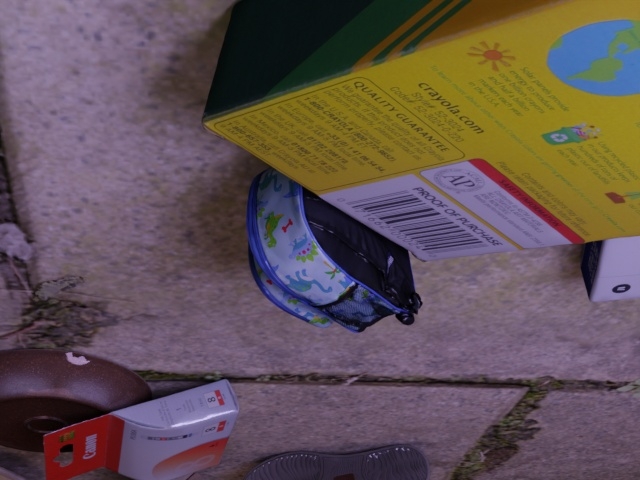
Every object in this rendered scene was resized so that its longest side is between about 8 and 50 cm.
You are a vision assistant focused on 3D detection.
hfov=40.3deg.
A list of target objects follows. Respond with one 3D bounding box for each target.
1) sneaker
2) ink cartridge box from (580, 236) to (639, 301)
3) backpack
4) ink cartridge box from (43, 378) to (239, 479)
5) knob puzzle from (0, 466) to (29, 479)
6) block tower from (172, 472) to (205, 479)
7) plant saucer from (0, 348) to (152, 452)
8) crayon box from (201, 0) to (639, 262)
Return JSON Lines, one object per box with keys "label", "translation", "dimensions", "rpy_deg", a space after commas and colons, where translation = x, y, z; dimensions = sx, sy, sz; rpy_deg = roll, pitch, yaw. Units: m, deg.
{"label": "sneaker", "translation": [0.020, 0.308, 1.047], "dimensions": [0.222, 0.083, 0.118], "rpy_deg": [-5, 146, -1]}
{"label": "ink cartridge box", "translation": [0.304, -0.038, 0.599], "dimensions": [0.224, 0.045, 0.223], "rpy_deg": [-8, 145, 6]}
{"label": "backpack", "translation": [0.000, 0.000, 0.571], "dimensions": [0.084, 0.105, 0.114], "rpy_deg": [-26, 138, 28]}
{"label": "ink cartridge box", "translation": [-0.177, 0.207, 0.863], "dimensions": [0.179, 0.045, 0.145], "rpy_deg": [-16, 152, -25]}
{"label": "knob puzzle", "translation": [-0.415, 0.289, 1.022], "dimensions": [0.213, 0.029, 0.213], "rpy_deg": [-2, 146, -1]}
{"label": "block tower", "translation": [-0.221, 0.402, 1.048], "dimensions": [0.091, 0.097, 0.335], "rpy_deg": [38, 122, 12]}
{"label": "plant saucer", "translation": [-0.266, 0.166, 0.850], "dimensions": [0.199, 0.036, 0.198], "rpy_deg": [-2, 146, -1]}
{"label": "crayon box", "translation": [0.124, -0.074, 0.412], "dimensions": [0.319, 0.081, 0.202], "rpy_deg": [-8, 152, 44]}
